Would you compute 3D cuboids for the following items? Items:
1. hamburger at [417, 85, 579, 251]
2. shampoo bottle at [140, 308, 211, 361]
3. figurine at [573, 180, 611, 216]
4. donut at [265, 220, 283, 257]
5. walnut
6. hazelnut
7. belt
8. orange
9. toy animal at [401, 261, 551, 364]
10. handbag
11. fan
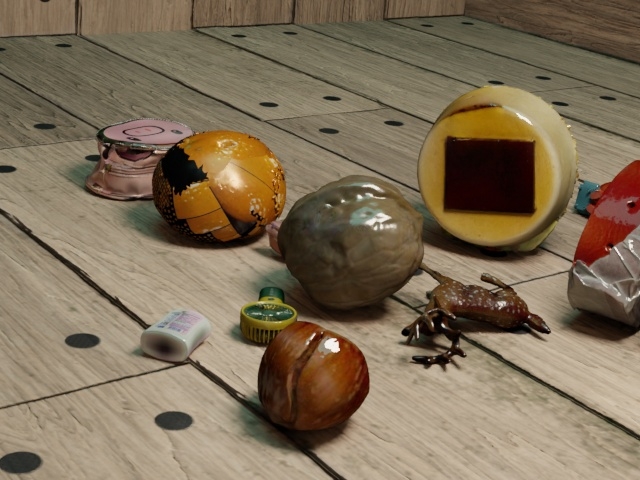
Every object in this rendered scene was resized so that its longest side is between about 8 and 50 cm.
[{"bbox_3d":[0.308,-0.126,2.079,0.302,0.302,0.170,13,15,19],"label":"hamburger"},{"bbox_3d":[-0.196,0.128,1.630,0.072,0.043,0.099,12,21,15],"label":"shampoo bottle"},{"bbox_3d":[0.565,-0.084,2.354,0.140,0.068,0.075,-6,19,-44],"label":"figurine"},{"bbox_3d":[0.000,0.000,1.987,0.166,0.065,0.117,-10,24,-32],"label":"donut"},{"bbox_3d":[0.051,-0.001,1.794,0.224,0.224,0.224,5,21,-2],"label":"walnut"},{"bbox_3d":[-0.013,0.172,1.458,0.143,0.143,0.154,-9,17,-33],"label":"hazelnut"},{"bbox_3d":[0.502,0.012,1.860,0.115,0.227,0.324,18,43,31],"label":"belt"},{"bbox_3d":[-0.175,-0.091,2.043,0.234,0.182,0.234,12,30,-7],"label":"orange"},{"bbox_3d":[0.216,0.097,1.756,0.243,0.087,0.260,-2,19,-15],"label":"toy animal"},{"bbox_3d":[-0.342,-0.156,2.243,0.205,0.116,0.179,-13,28,-42],"label":"handbag"},{"bbox_3d":[-0.073,0.107,1.722,0.082,0.039,0.155,5,19,0],"label":"fan"}]
